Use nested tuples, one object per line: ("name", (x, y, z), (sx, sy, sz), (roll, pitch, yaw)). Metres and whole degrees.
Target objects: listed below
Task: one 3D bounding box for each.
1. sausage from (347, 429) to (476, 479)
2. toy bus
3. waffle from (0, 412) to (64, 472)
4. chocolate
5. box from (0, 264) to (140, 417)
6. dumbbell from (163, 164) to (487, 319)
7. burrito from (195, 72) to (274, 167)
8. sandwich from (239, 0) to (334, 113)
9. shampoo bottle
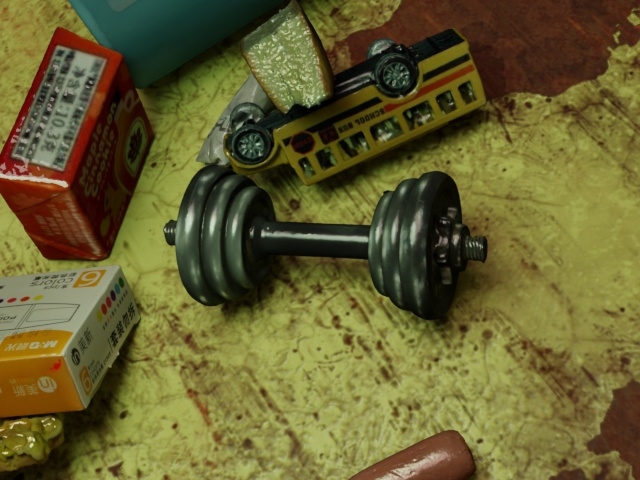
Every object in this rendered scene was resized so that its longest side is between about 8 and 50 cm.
("sausage", (0.096, 0.264, 1.419), (0.154, 0.062, 0.062), (-27, 56, 2))
("toy bus", (0.041, -0.164, 1.648), (0.335, 0.123, 0.121), (-25, 20, 4))
("waffle", (-0.439, 0.252, 1.520), (0.249, 0.056, 0.253), (-2, 15, 34))
("chocolate", (-0.317, -0.116, 1.689), (0.108, 0.235, 0.237), (13, 64, 13))
("box", (-0.387, 0.128, 1.597), (0.274, 0.091, 0.221), (-7, 28, 13))
("dumbbell", (0.000, 0.000, 1.540), (0.406, 0.179, 0.179), (3, 62, 20))
("burrito", (-0.098, -0.178, 1.752), (0.064, 0.064, 0.203), (26, 72, 30))
("sandwich", (-0.042, -0.234, 1.616), (0.094, 0.096, 0.258), (-31, 20, 5))
("shampoo bottle", (-0.205, -0.430, 1.776), (0.342, 0.331, 0.331), (-33, 56, -1))
